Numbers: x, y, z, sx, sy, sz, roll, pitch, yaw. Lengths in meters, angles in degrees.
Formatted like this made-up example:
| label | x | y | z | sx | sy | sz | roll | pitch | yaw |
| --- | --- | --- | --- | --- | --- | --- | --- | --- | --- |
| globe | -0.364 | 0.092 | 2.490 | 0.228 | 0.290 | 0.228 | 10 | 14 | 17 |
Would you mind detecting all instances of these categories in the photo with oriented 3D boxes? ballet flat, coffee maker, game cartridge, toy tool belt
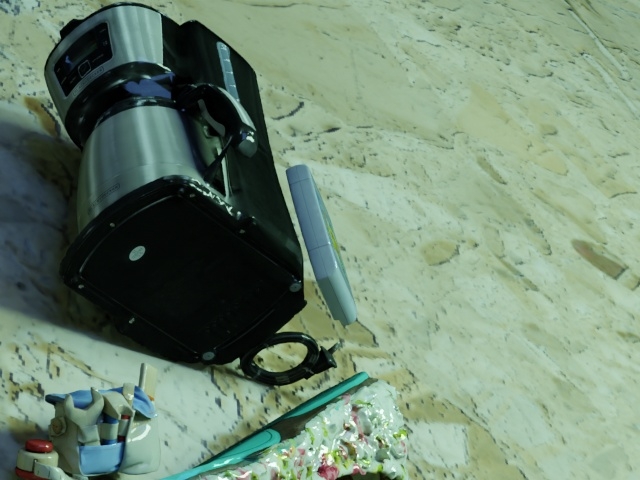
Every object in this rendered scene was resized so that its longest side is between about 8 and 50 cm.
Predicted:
| label | x | y | z | sx | sy | sz | roll | pitch | yaw |
| --- | --- | --- | --- | --- | --- | --- | --- | --- | --- |
| ballet flat | -0.025 | 0.128 | 0.953 | 0.241 | 0.091 | 0.077 | -20 | 85 | -51 |
| coffee maker | -0.078 | -0.024 | 1.096 | 0.178 | 0.120 | 0.171 | -104 | 173 | -47 |
| game cartridge | 0.000 | 0.000 | 1.073 | 0.056 | 0.017 | 0.083 | 61 | 10 | -51 |
| toy tool belt | -0.112 | 0.086 | 0.941 | 0.052 | 0.051 | 0.083 | 12 | 9 | 41 |
